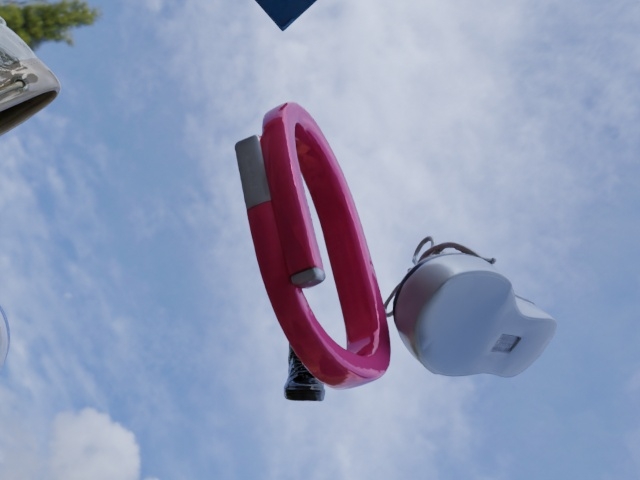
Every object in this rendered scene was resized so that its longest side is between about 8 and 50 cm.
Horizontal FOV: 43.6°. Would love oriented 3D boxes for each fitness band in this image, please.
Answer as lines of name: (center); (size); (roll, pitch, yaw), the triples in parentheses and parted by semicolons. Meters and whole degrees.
fitness band: (0.000, 0.000, 0.778); (0.054, 0.209, 0.290); (-21, -116, 18)

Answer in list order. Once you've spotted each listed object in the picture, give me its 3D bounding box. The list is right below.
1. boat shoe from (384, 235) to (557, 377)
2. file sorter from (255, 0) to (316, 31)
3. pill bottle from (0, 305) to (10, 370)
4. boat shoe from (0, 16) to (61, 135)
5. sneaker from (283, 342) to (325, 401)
boat shoe: (0.153, 0.061, 0.934); (0.156, 0.367, 0.135); (41, -78, 33)
file sorter: (-0.050, -0.389, 1.041); (0.170, 0.104, 0.118); (47, -50, -13)
pill bottle: (-0.340, 0.090, 0.703); (0.124, 0.124, 0.221); (61, -20, -6)
boat shoe: (-0.302, -0.043, 0.522); (0.098, 0.302, 0.109); (45, -30, -10)
sneaker: (-0.021, 0.152, 1.029); (0.051, 0.170, 0.089); (3, -92, -3)
